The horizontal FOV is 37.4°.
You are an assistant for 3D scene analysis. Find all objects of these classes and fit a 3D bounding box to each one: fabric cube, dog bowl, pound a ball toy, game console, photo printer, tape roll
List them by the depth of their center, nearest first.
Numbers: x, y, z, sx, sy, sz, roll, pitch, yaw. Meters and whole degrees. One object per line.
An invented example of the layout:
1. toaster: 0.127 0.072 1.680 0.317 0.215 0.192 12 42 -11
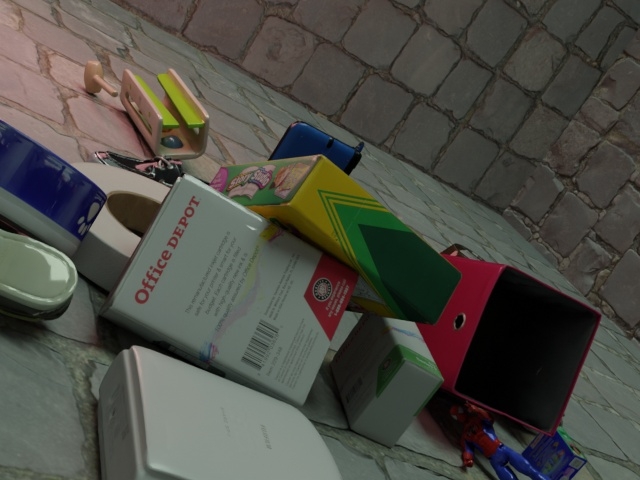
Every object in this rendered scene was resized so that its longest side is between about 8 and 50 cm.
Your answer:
1. photo printer: -0.104 0.267 1.114 0.307 0.107 0.256 27 17 -25
2. dog bowl: -0.436 -0.087 1.320 0.265 0.104 0.265 30 -10 6
3. tape roll: -0.282 0.000 1.596 0.392 0.072 0.392 29 17 -10
4. fabric cube: 0.325 0.191 1.819 0.259 0.254 0.258 27 -6 -24
5. game console: -0.049 -0.115 2.048 0.250 0.293 0.173 25 16 -30
6. pound a ball toy: -0.418 -0.303 2.231 0.208 0.135 0.319 -7 36 -29

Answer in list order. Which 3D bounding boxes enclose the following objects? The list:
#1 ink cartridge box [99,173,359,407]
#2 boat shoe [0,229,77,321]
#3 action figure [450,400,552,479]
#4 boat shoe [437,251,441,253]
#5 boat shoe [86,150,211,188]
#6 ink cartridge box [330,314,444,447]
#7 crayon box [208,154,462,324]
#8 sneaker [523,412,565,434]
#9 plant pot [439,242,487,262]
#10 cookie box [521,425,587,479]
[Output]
1. ink cartridge box: -0.130 0.080 1.376 0.306 0.226 0.131 31 -21 -11
2. boat shoe: -0.455 0.012 1.200 0.305 0.091 0.109 29 58 -4
3. action figure: 0.311 0.383 1.652 0.280 0.091 0.139 45 10 35
4. boat shoe: 0.247 0.056 2.447 0.156 0.136 0.367 36 12 7
5. boat shoe: -0.313 -0.122 1.881 0.301 0.102 0.108 26 17 -28
6. ink cartridge box: 0.107 0.220 1.606 0.093 0.154 0.212 28 16 -22
7. crayon box: 0.000 0.000 1.542 0.313 0.106 0.363 38 -17 -24
8. sneaker: 0.472 0.355 2.080 0.146 0.122 0.330 56 18 9
9. plant pot: 0.272 0.128 2.092 0.215 0.230 0.215 31 15 -9
10. cookie box: 0.453 0.420 1.838 0.040 0.092 0.107 30 16 -26
